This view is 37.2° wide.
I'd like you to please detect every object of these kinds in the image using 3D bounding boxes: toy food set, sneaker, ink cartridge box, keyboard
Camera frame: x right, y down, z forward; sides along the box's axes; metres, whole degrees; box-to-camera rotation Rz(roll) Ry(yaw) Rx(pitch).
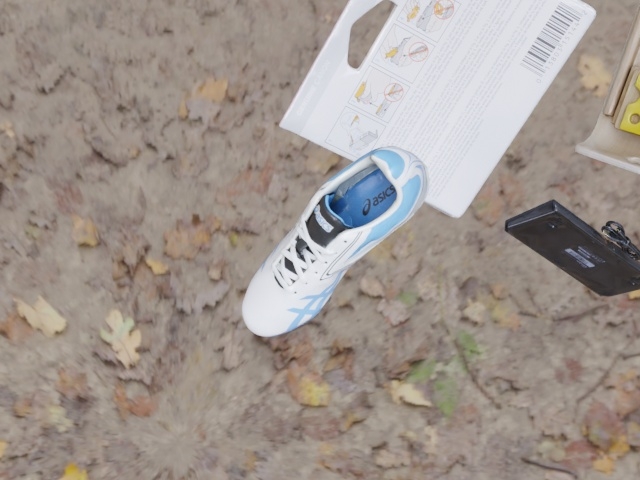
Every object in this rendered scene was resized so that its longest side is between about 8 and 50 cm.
[{"bbox_3d":[0.479,-0.228,1.243,0.220,0.092,0.306,25,103,36],"label":"toy food set"},{"bbox_3d":[0.000,0.000,0.889,0.237,0.086,0.085,-46,60,19],"label":"sneaker"},{"bbox_3d":[0.132,-0.208,1.125,0.261,0.066,0.296,26,111,-15],"label":"ink cartridge box"},{"bbox_3d":[0.300,0.008,1.045,0.180,0.108,0.023,30,60,-27],"label":"keyboard"}]
